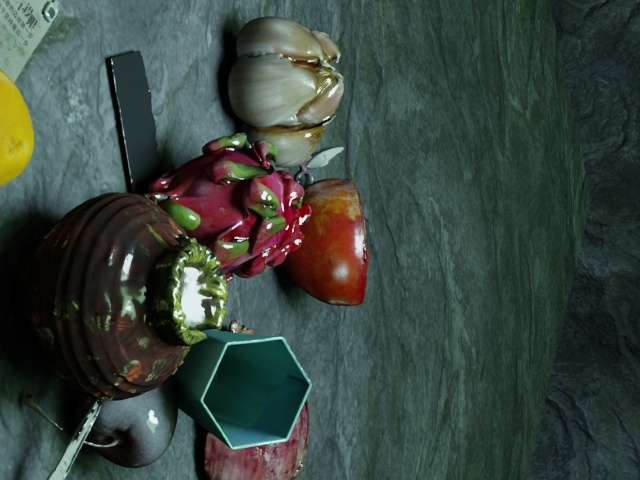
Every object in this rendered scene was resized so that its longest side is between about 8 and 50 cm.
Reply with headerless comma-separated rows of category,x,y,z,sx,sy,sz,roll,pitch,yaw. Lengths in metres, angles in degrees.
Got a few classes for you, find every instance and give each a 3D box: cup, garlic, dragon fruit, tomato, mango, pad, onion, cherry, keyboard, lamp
cup,-0.131,0.175,1.468,0.134,0.236,0.148,33,79,-27
garlic,-0.067,-0.229,1.721,0.160,0.191,0.214,22,80,-36
dragon fruit,-0.141,-0.026,1.517,0.273,0.218,0.198,-34,106,-31
tomato,0.000,0.000,1.868,0.233,0.140,0.200,-123,-148,-73
mango,-0.364,-0.117,1.155,0.219,0.112,0.144,30,62,-74
pad,-0.380,-0.301,1.232,0.265,0.009,0.159,61,38,-44
onion,-0.086,0.257,1.705,0.227,0.120,0.283,-29,115,-67
cherry,-0.255,0.190,1.387,0.188,0.115,0.148,40,71,-14
keyboard,-0.245,-0.150,1.503,0.074,0.015,0.196,-30,116,-57
lamp,-0.226,0.064,1.298,0.247,0.247,0.247,-1,90,-64

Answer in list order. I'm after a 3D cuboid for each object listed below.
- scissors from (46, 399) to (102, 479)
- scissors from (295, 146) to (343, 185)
scissors,-0.314,0.307,1.266,0.300,0.022,0.109,-63,145,-19
scissors,-0.004,-0.142,1.991,0.176,0.022,0.085,-32,114,-57
